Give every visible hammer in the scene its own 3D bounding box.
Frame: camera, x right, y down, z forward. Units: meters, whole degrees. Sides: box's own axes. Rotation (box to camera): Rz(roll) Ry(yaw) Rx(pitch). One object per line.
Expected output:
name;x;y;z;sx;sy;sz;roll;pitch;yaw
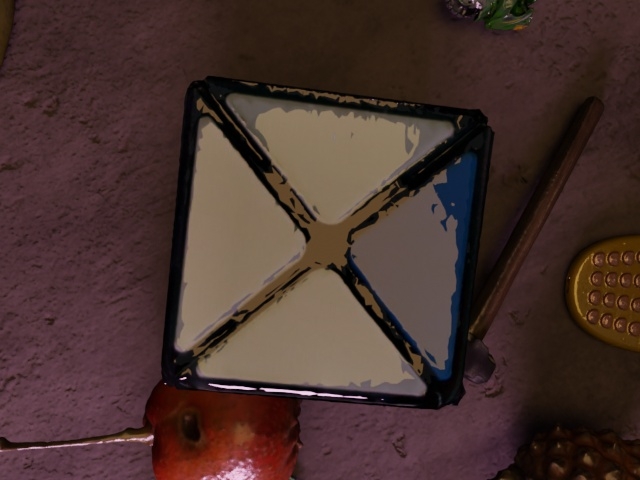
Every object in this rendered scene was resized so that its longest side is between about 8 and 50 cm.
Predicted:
hammer;0.236;-0.011;0.641;0.111;0.043;0.366;39;78;-43

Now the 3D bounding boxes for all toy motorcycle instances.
toy motorcycle;0.231;-0.313;0.643;0.190;0.074;0.106;-45;102;-4

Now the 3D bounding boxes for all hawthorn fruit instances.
hawthorn fruit;-0.158;0.199;0.560;0.285;0.165;0.166;-8;90;-12

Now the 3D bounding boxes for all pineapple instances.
pineapple;0.273;0.277;0.599;0.192;0.166;0.166;13;89;-4

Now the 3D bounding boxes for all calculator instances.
calculator;0.414;0.066;0.672;0.234;0.032;0.147;7;90;-3

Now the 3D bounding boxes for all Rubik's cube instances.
Rubik's cube;0.000;0.001;0.535;0.246;0.248;0.250;6;90;-5

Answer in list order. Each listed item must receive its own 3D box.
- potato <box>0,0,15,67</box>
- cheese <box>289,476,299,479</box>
potato;-0.456;-0.326;0.574;0.269;0.112;0.255;18;88;-6
cheese;-0.068;0.310;0.638;0.111;0.017;0.047;-26;73;-9
